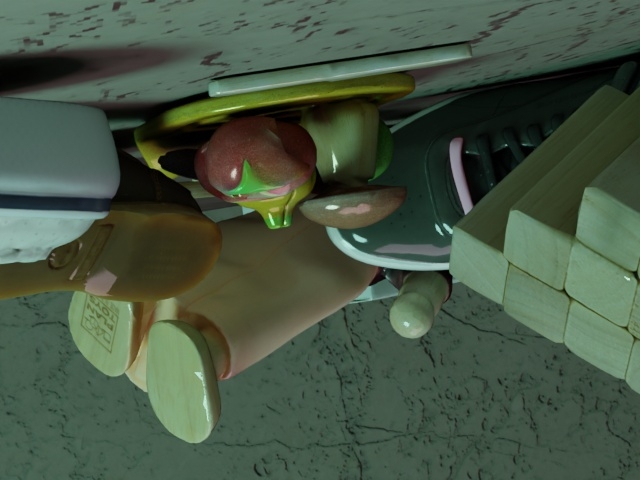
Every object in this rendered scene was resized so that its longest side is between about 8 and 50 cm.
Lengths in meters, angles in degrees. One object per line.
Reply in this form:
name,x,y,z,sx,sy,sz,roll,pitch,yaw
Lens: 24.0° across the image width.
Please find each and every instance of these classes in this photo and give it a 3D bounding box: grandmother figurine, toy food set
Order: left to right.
toy food set,-0.015,-0.037,0.730,0.128,0.071,0.218,-9,180,-17
grandmother figurine,0.000,0.000,0.973,0.342,0.208,0.104,-26,151,-42

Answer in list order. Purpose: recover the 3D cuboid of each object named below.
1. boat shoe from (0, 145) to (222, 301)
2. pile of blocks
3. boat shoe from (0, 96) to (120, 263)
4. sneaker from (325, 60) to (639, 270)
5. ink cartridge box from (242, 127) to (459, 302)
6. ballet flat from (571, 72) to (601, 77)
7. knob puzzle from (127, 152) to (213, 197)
boat shoe,-0.133,-0.016,0.677,0.073,0.073,0.207,-53,149,13
pile of blocks,0.211,-0.069,0.444,0.362,0.149,0.113,-19,140,-18
boat shoe,-0.237,0.044,0.472,0.367,0.157,0.136,-9,180,-22
sneaker,0.143,-0.053,0.844,0.295,0.105,0.147,-13,177,1
ink cartridge box,0.042,-0.020,1.193,0.127,0.128,0.176,-9,180,43
ballet flat,0.229,-0.080,0.999,0.072,0.068,0.213,-9,180,45
knob puzzle,-0.166,-0.032,0.853,0.213,0.030,0.213,-4,-177,0
